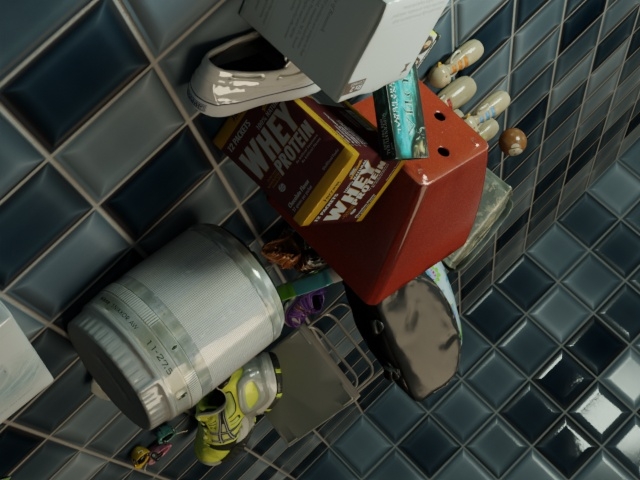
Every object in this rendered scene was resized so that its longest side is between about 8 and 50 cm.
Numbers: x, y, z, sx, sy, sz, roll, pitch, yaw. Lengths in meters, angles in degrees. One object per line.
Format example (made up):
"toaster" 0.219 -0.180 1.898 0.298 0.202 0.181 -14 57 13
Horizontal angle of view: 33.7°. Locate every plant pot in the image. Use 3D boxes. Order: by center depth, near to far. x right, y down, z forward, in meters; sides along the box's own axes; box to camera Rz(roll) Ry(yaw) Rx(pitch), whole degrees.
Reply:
"plant pot" 0.117 -0.104 1.726 0.267 0.267 0.235 -31 160 -38

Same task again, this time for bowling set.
"bowling set" 0.280 -0.218 2.003 0.154 0.200 0.287 -38 156 -21

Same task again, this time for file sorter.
"file sorter" -0.009 0.287 2.333 0.173 0.193 0.278 -34 173 -45

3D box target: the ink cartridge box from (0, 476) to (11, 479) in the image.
"ink cartridge box" -0.586 0.464 1.724 0.109 0.062 0.209 -53 161 16

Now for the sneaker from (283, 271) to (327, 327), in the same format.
"sneaker" -0.031 0.140 2.253 0.068 0.071 0.170 -32 158 -36

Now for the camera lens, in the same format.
"camera lens" -0.209 0.123 1.586 0.274 0.219 0.219 -38 160 -24

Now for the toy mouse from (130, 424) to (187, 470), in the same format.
"toy mouse" -0.344 0.430 2.237 0.143 0.031 0.161 -34 159 -32

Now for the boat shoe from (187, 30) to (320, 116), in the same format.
"boat shoe" -0.056 -0.234 1.372 0.258 0.095 0.084 -32 161 -39

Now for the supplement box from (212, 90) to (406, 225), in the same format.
"supplement box" -0.011 -0.132 1.530 0.129 0.191 0.194 -53 160 20

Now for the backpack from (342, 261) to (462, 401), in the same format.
"backpack" 0.161 0.112 2.182 0.273 0.355 0.290 -29 113 -14

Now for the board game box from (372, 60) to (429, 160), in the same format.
"board game box" 0.111 -0.207 1.513 0.026 0.186 0.126 -7 -178 28

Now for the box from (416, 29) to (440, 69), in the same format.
"box" 0.097 -0.302 1.623 0.087 0.058 0.232 -54 160 24

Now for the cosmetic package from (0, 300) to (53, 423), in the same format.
"cosmetic package" -0.460 0.155 1.235 0.224 0.138 0.224 -41 160 -18

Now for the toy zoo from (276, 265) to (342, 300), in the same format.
"toy zoo" 0.063 0.045 1.931 0.293 0.030 0.192 -21 180 38

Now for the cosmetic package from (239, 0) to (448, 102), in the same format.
"cosmetic package" 0.031 -0.294 1.295 0.151 0.184 0.151 -28 154 -45

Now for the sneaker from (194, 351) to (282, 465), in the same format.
"sneaker" -0.214 0.356 2.266 0.147 0.145 0.384 4 138 -27

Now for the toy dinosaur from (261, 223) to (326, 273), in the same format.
"toy dinosaur" 0.000 0.000 1.929 0.218 0.164 0.322 -38 -170 29

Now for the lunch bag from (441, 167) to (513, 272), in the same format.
"lunch bag" 0.333 -0.056 2.505 0.235 0.169 0.287 -51 169 3

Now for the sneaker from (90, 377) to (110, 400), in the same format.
"sneaker" -0.344 0.197 1.737 0.158 0.061 0.065 115 -1 -47
